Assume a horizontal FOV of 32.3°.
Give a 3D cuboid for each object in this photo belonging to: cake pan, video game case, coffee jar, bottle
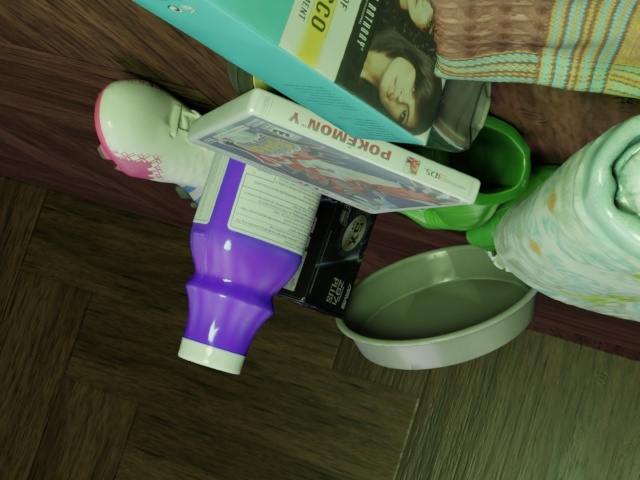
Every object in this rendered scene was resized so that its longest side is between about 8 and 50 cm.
[{"bbox_3d":[0.167,0.090,1.525,0.293,0.054,0.293,-15,-159,6],"label":"cake pan"},{"bbox_3d":[0.002,-0.063,0.870,0.183,0.023,0.201,21,172,-18],"label":"video game case"},{"bbox_3d":[0.025,-0.119,0.806,0.184,0.079,0.096,13,172,33],"label":"coffee jar"},{"bbox_3d":[-0.070,-0.008,1.121,0.118,0.283,0.092,20,174,-36],"label":"bottle"}]

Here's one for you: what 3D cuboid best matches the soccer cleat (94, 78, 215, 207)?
[{"bbox_3d":[-0.138,-0.114,1.302,0.143,0.116,0.331,-5,167,19],"label":"soccer cleat"}]

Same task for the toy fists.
[{"bbox_3d":[0.158,-0.044,1.029,0.279,0.096,0.142,20,175,-32],"label":"toy fists"}]

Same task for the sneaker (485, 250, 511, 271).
[{"bbox_3d":[0.284,0.020,1.435,0.191,0.071,0.083,24,-175,-24],"label":"sneaker"}]

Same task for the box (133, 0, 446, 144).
[{"bbox_3d":[-0.012,-0.141,0.617,0.060,0.100,0.244,12,172,40],"label":"box"}]

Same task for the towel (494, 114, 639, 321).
[{"bbox_3d":[0.305,0.021,0.644,0.374,0.090,0.320,12,171,2],"label":"towel"}]

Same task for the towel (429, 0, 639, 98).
[{"bbox_3d":[0.224,-0.087,0.426,0.370,0.040,0.271,7,172,9],"label":"towel"}]

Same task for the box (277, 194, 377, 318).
[{"bbox_3d":[0.000,0.000,1.466,0.077,0.180,0.147,16,173,23],"label":"box"}]
